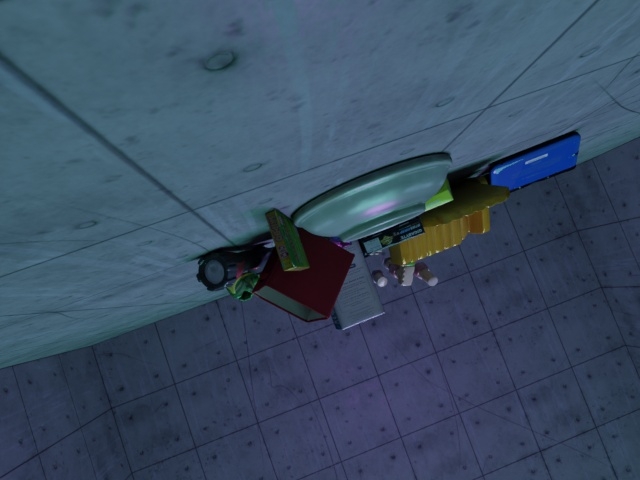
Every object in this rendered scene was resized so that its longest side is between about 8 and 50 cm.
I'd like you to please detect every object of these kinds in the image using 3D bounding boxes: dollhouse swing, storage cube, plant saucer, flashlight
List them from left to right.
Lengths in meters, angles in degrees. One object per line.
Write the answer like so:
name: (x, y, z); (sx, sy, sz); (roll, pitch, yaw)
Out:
flashlight: (-0.224, 0.073, 1.295); (0.103, 0.103, 0.304); (6, -176, 17)
storage cube: (-0.049, 0.095, 1.271); (0.193, 0.214, 0.183); (-66, -167, -21)
plant saucer: (0.135, -0.078, 1.102); (0.400, 0.101, 0.400); (-21, 175, -2)
dollhouse swing: (0.435, -0.034, 1.534); (0.346, 0.315, 0.305); (-20, -150, -10)

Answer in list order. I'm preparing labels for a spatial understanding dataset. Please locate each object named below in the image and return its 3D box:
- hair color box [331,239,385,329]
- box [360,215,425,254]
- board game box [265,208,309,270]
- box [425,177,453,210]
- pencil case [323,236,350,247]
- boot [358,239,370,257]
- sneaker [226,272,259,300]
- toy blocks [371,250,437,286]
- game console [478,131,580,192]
hair color box: (0.083, 0.130, 1.670); (0.173, 0.348, 0.105); (-19, 174, -13)
box: (0.199, -0.054, 1.364); (0.175, 0.051, 0.220); (-22, -158, 9)
board game box: (-0.070, 0.006, 1.031); (0.039, 0.124, 0.259); (-19, 175, 1)
box: (0.270, -0.117, 1.275); (0.178, 0.042, 0.109); (-23, -151, 22)
pencil case: (0.000, 0.000, 1.395); (0.104, 0.105, 0.236); (-17, 175, -35)
boot: (0.062, 0.045, 1.879); (0.207, 0.094, 0.246); (-19, -162, -34)
sneaker: (-0.359, 0.218, 2.130); (0.109, 0.124, 0.295); (-22, 175, 13)
toy blocks: (0.295, 0.013, 1.837); (0.308, 0.289, 0.260); (-2, -159, -16)
game console: (0.698, -0.280, 1.588); (0.292, 0.174, 0.250); (-22, 144, 8)
